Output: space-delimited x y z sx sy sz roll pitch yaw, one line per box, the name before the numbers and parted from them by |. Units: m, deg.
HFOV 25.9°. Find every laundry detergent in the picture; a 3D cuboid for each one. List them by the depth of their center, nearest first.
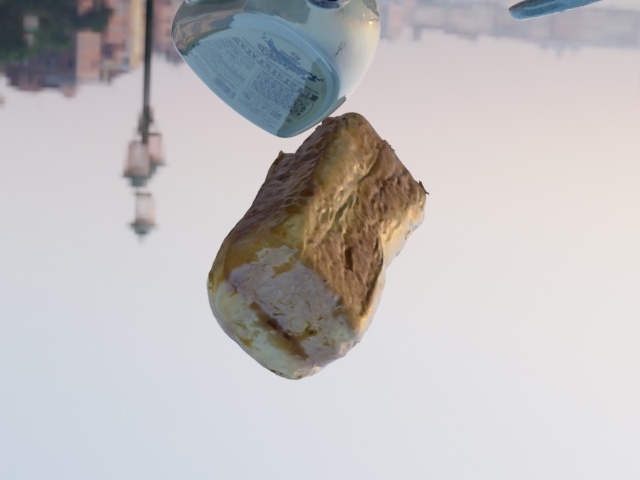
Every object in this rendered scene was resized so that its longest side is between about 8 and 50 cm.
laundry detergent | -0.040 -0.231 1.409 0.215 0.105 0.280 41 155 0

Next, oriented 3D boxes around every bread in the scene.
bread | -0.002 0.005 1.593 0.149 0.195 0.344 -29 -164 32

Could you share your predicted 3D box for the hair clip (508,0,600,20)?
hair clip | 0.297 -0.433 1.569 0.238 0.318 0.392 -32 -162 -29
